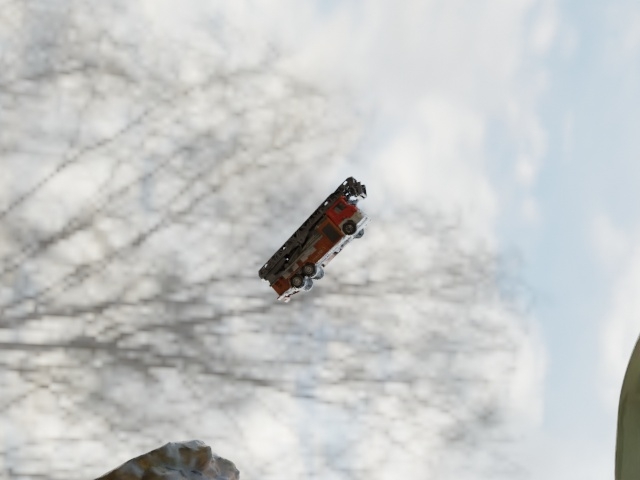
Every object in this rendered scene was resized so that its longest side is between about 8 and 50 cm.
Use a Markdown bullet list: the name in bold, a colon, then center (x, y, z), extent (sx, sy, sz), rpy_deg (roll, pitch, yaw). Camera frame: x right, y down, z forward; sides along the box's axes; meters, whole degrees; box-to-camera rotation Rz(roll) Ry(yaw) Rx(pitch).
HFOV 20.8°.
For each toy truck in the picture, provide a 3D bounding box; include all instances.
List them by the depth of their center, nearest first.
- **toy truck**: center (0.000, 0.000, 1.030), extent (0.083, 0.024, 0.032), rpy_deg (-45, -109, 6)

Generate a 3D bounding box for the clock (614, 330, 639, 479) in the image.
- **clock**: center (0.196, 0.094, 0.838), extent (0.062, 0.151, 0.191), rpy_deg (14, -52, 28)

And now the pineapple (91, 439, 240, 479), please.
- **pineapple**: center (-0.061, 0.307, 1.146), extent (0.340, 0.169, 0.169), rpy_deg (63, -35, 9)
